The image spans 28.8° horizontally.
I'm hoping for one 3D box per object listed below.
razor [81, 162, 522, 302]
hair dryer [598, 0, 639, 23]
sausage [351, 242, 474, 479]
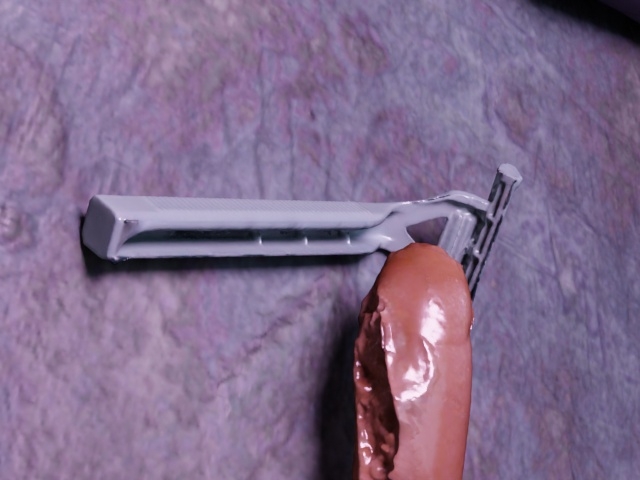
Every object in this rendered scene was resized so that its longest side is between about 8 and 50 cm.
[{"bbox_3d":[-0.007,-0.005,0.710,0.278,0.056,0.111,4,114,-37],"label":"razor"},{"bbox_3d":[0.226,-0.340,0.976,0.301,0.121,0.361,25,59,-46],"label":"hair dryer"},{"bbox_3d":[0.040,0.150,0.674,0.078,0.078,0.304,13,83,-41],"label":"sausage"}]
